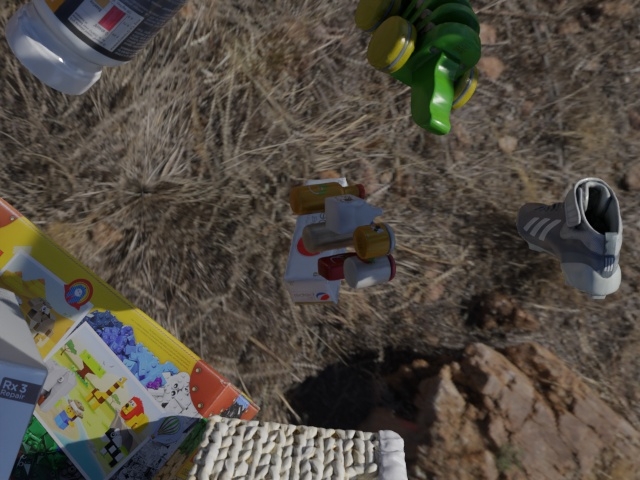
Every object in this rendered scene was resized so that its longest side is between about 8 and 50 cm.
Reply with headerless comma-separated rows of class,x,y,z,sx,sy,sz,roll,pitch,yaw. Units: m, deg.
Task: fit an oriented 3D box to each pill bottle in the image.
pill bottle,-0.263,-0.324,1.134,0.278,0.162,0.162,-40,101,20

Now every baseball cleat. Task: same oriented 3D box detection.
baseball cleat,0.259,-0.022,0.913,0.072,0.206,0.109,0,113,-11

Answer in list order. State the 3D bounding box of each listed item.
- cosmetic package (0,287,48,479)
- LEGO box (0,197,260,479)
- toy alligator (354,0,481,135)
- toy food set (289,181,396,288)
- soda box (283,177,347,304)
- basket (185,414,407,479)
cosmetic package,-0.451,0.136,1.003,0.217,0.385,0.156,20,92,-23
LEGO box,-0.408,0.234,1.346,0.500,0.193,0.372,34,78,21
toy alligator,0.054,-0.129,0.494,0.056,0.189,0.051,26,123,-29
toy food set,0.053,-0.009,1.148,0.104,0.232,0.111,-10,106,-23
soda box,0.000,0.000,1.432,0.074,0.216,0.069,-3,138,16
basket,-0.044,0.428,1.079,0.266,0.328,0.331,8,106,1
